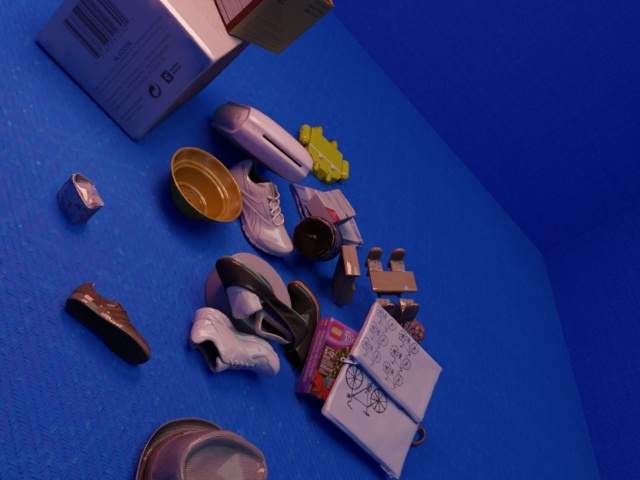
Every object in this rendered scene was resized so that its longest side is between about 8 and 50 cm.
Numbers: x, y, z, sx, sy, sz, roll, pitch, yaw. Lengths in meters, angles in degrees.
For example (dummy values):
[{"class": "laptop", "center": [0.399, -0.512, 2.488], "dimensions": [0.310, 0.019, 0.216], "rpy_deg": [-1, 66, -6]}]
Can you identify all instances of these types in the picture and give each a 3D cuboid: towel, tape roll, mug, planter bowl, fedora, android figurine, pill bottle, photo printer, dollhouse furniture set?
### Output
[{"class": "towel", "center": [0.026, -0.086, 1.952], "dimensions": [0.285, 0.034, 0.209], "rpy_deg": [12, 51, -50]}, {"class": "tape roll", "center": [-0.172, 0.141, 1.406], "dimensions": [0.219, 0.072, 0.219], "rpy_deg": [37, 34, -31]}, {"class": "mug", "center": [0.251, 0.261, 1.856], "dimensions": [0.169, 0.113, 0.150], "rpy_deg": [34, 33, -45]}, {"class": "planter bowl", "center": [-0.306, -0.118, 1.448], "dimensions": [0.217, 0.090, 0.217], "rpy_deg": [36, 36, -32]}, {"class": "fedora", "center": [-0.192, 0.425, 1.047], "dimensions": [0.275, 0.124, 0.244], "rpy_deg": [23, 44, -43]}, {"class": "android figurine", "center": [0.010, -0.312, 2.132], "dimensions": [0.248, 0.056, 0.273], "rpy_deg": [41, 31, -24]}, {"class": "pill bottle", "center": [0.000, 0.000, 1.692], "dimensions": [0.123, 0.123, 0.219], "rpy_deg": [61, 7, 9]}, {"class": "photo printer", "center": [-0.164, -0.280, 1.651], "dimensions": [0.256, 0.107, 0.307], "rpy_deg": [37, -1, -30]}, {"class": "dollhouse furniture set", "center": [0.172, 0.109, 1.729], "dimensions": [0.242, 0.161, 0.212], "rpy_deg": [1, 50, -11]}]

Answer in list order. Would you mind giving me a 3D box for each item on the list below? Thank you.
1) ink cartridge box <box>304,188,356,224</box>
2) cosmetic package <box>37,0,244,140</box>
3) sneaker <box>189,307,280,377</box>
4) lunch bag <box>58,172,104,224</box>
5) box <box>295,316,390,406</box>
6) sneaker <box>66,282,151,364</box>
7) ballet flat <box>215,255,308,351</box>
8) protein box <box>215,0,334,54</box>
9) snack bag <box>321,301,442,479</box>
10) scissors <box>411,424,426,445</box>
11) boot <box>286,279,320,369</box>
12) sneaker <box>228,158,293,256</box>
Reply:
[{"class": "ink cartridge box", "center": [0.034, -0.100, 1.883], "dimensions": [0.109, 0.063, 0.150], "rpy_deg": [56, 30, 9]}, {"class": "cosmetic package", "center": [-0.403, -0.531, 1.473], "dimensions": [0.327, 0.329, 0.394], "rpy_deg": [47, 32, -15]}, {"class": "sneaker", "center": [-0.194, 0.252, 1.268], "dimensions": [0.232, 0.090, 0.115], "rpy_deg": [34, 42, -17]}, {"class": "lunch bag", "center": [-0.488, -0.087, 1.175], "dimensions": [0.083, 0.071, 0.053], "rpy_deg": [57, 31, 4]}, {"class": "box", "center": [0.087, 0.351, 1.502], "dimensions": [0.293, 0.057, 0.201], "rpy_deg": [34, 60, -30]}, {"class": "sneaker", "center": [-0.384, 0.151, 1.096], "dimensions": [0.188, 0.066, 0.071], "rpy_deg": [47, 30, -16]}, {"class": "ballet flat", "center": [-0.134, 0.150, 1.293], "dimensions": [0.280, 0.095, 0.096], "rpy_deg": [43, 45, -22]}, {"class": "protein box", "center": [-0.116, -0.595, 1.426], "dimensions": [0.200, 0.201, 0.136], "rpy_deg": [0, 63, -57]}, {"class": "snack bag", "center": [0.169, 0.386, 1.500], "dimensions": [0.323, 0.037, 0.342], "rpy_deg": [48, 55, -23]}, {"class": "scissors", "center": [0.209, 0.541, 1.612], "dimensions": [0.297, 0.021, 0.109], "rpy_deg": [2, 59, -55]}, {"class": "boot", "center": [-0.056, 0.212, 1.471], "dimensions": [0.137, 0.077, 0.198], "rpy_deg": [-37, 107, -55]}, {"class": "sneaker", "center": [-0.162, -0.088, 1.589], "dimensions": [0.297, 0.129, 0.111], "rpy_deg": [56, 29, -2]}]
